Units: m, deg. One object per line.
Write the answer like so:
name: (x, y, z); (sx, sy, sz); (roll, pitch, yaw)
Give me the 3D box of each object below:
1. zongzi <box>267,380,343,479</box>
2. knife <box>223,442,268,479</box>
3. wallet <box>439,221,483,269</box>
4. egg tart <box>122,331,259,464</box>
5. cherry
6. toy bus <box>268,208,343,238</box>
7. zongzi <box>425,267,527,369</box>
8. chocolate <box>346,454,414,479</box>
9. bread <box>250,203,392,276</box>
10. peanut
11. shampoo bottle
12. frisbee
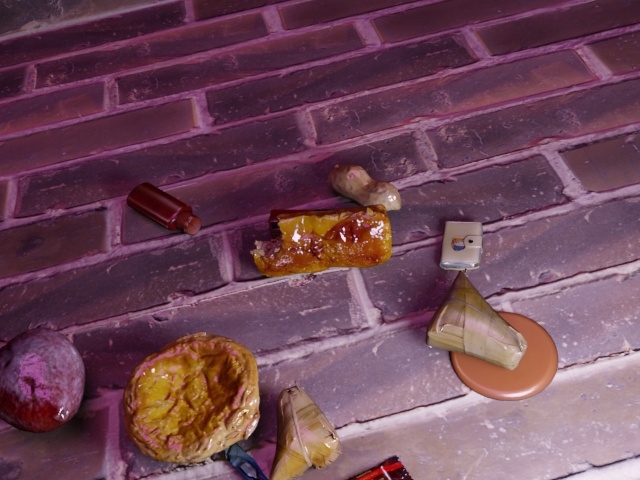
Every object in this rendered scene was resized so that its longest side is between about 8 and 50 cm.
zongzi: (-0.074, 0.436, 1.591); (0.197, 0.099, 0.194); (-30, 49, -12)
knife: (-0.115, 0.529, 1.556); (0.044, 0.026, 0.296); (-30, 47, -33)
wallet: (0.381, 0.014, 1.946); (0.110, 0.039, 0.155); (1, 47, 16)
egg tart: (-0.291, 0.373, 1.668); (0.341, 0.129, 0.341); (-5, 47, 5)
cherry: (-0.674, 0.338, 1.721); (0.230, 0.203, 0.300); (-32, 50, -24)
toy bus: (-0.027, -0.042, 2.038); (0.234, 0.096, 0.074); (0, 49, 12)
zongzi: (0.394, 0.180, 1.722); (0.228, 0.115, 0.256); (16, 42, 21)
chocolate: (0.102, 0.520, 1.523); (0.182, 0.028, 0.086); (-25, 40, -14)
bread: (0.000, 0.000, 1.931); (0.380, 0.185, 0.109); (-7, 39, 5)
peanut: (0.125, -0.150, 2.103); (0.263, 0.117, 0.101); (32, 81, 30)
shampoo bottle: (-0.469, -0.093, 2.189); (0.260, 0.064, 0.102); (27, 56, 31)
frisbee: (0.433, 0.267, 1.709); (0.250, 0.021, 0.251); (-6, 47, 6)
